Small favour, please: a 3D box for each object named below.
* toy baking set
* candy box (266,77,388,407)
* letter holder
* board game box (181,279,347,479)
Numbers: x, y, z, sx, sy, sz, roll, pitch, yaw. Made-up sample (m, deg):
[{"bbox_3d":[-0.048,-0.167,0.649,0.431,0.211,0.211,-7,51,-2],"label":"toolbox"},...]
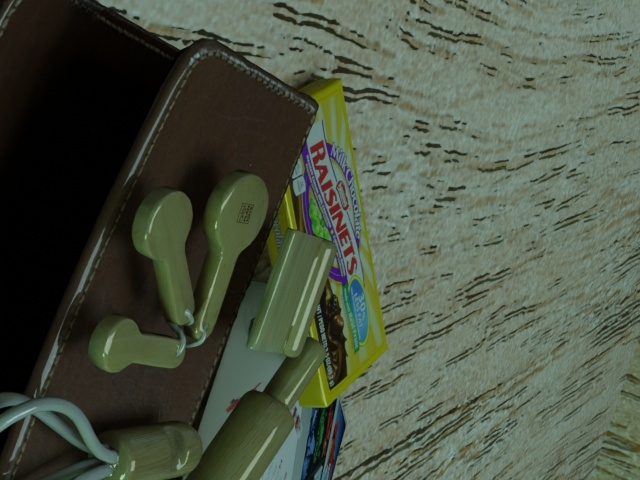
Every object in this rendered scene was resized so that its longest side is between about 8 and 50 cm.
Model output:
[{"bbox_3d":[-0.076,0.080,0.647,0.256,0.030,0.196,-58,148,-20],"label":"toy baking set"},{"bbox_3d":[0.000,0.000,1.019,0.105,0.027,0.205,-39,122,-57],"label":"candy box"},{"bbox_3d":[-0.159,0.031,0.650,0.214,0.152,0.301,23,88,-64],"label":"letter holder"},{"bbox_3d":[-0.051,0.206,1.038,0.193,0.053,0.305,77,25,-52],"label":"board game box"}]
